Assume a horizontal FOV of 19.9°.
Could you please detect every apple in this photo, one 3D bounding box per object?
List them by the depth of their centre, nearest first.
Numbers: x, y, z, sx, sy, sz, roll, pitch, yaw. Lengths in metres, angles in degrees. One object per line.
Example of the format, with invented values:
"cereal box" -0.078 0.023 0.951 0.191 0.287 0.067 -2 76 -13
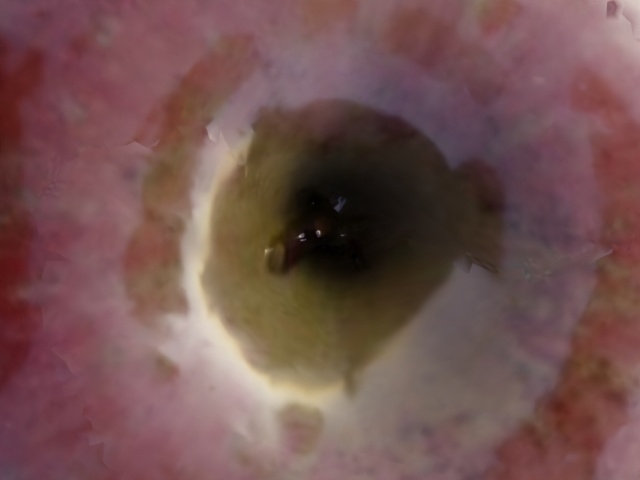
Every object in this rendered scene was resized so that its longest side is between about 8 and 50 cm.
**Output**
"apple" 0.000 0.000 0.603 0.345 0.269 0.344 0 87 -5
